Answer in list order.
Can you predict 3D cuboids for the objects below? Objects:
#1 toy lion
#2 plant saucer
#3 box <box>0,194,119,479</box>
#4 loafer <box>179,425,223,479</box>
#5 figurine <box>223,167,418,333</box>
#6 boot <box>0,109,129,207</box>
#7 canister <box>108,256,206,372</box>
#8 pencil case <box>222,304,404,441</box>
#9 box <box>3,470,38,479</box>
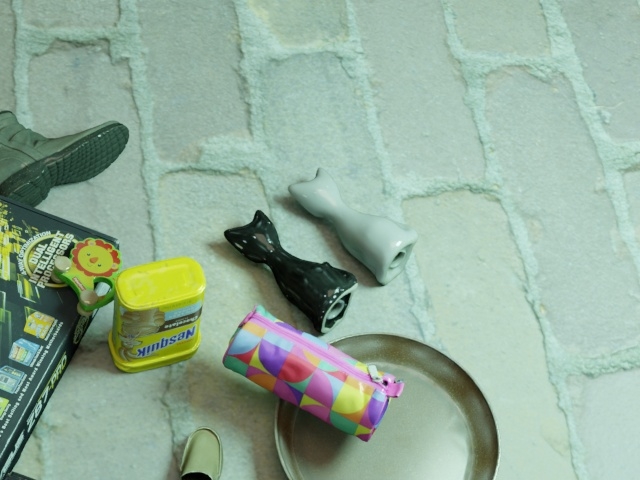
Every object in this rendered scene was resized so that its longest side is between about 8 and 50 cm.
[{"bbox_3d":[-0.304,0.043,1.806,0.096,0.034,0.100,-26,64,-35],"label":"toy lion"},{"bbox_3d":[0.089,0.269,1.825,0.311,0.050,0.310,4,56,-7],"label":"plant saucer"},{"bbox_3d":[-0.489,0.113,1.793,0.318,0.097,0.395,20,54,6],"label":"box"},{"bbox_3d":[-0.156,0.305,1.753,0.056,0.050,0.148,9,55,-5],"label":"loafer"},{"bbox_3d":[0.000,0.000,1.971,0.209,0.092,0.215,40,58,21],"label":"figurine"},{"bbox_3d":[-0.421,-0.147,1.994,0.246,0.083,0.161,-33,62,-29],"label":"boot"},{"bbox_3d":[-0.219,0.099,1.807,0.126,0.170,0.073,-13,60,-18],"label":"canister"},{"bbox_3d":[-0.010,0.173,1.783,0.236,0.104,0.104,25,56,7],"label":"pencil case"},{"bbox_3d":[-0.298,0.461,1.612,0.293,0.073,0.295,19,56,4],"label":"box"}]
